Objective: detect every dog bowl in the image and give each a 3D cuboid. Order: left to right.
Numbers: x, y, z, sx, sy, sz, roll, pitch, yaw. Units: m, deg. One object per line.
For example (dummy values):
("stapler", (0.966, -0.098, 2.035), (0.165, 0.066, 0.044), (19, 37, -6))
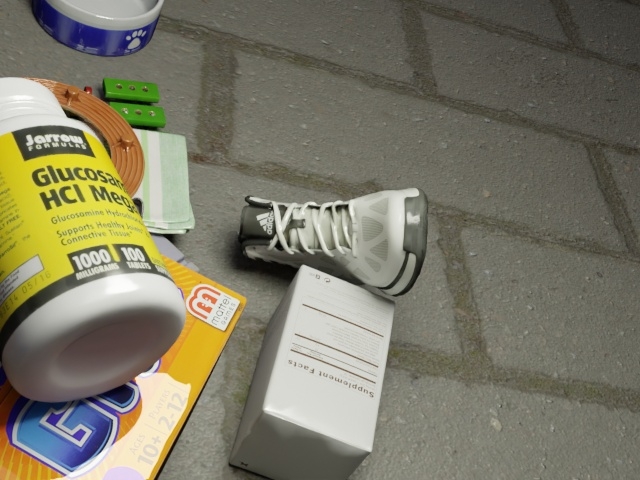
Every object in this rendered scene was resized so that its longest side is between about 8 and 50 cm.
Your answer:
("dog bowl", (-0.469, -0.514, 1.866), (0.265, 0.104, 0.265), (14, 47, -15))

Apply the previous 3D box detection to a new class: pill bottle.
("pill bottle", (-0.292, -0.012, 0.948), (0.188, 0.188, 0.334), (-13, 58, -35))

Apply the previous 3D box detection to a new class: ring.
("ring", (-0.460, -0.165, 1.487), (0.337, 0.032, 0.336), (15, 46, -16))

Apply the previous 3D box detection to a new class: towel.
("towel", (-0.386, -0.122, 1.536), (0.325, 0.038, 0.248), (7, 48, -22))

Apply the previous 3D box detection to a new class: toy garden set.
("toy garden set", (-0.394, -0.207, 1.679), (0.204, 0.049, 0.244), (2, 52, -28))

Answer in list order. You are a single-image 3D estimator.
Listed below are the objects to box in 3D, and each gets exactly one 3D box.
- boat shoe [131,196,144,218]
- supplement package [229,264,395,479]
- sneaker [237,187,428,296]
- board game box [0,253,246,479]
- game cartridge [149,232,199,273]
("boat shoe", (-0.317, -0.012, 1.446), (0.046, 0.038, 0.125), (23, 69, -16))
("supplement package", (-0.008, 0.222, 1.403), (0.175, 0.177, 0.293), (23, 46, -8))
("sneaker", (0.000, 0.001, 1.468), (0.257, 0.447, 0.169), (6, 82, -15))
("board game box", (-0.359, 0.213, 1.105), (0.356, 0.356, 0.356), (27, 44, -1))
("game cartridge", (-0.406, 0.002, 1.481), (0.355, 0.068, 0.230), (42, 50, 11))
